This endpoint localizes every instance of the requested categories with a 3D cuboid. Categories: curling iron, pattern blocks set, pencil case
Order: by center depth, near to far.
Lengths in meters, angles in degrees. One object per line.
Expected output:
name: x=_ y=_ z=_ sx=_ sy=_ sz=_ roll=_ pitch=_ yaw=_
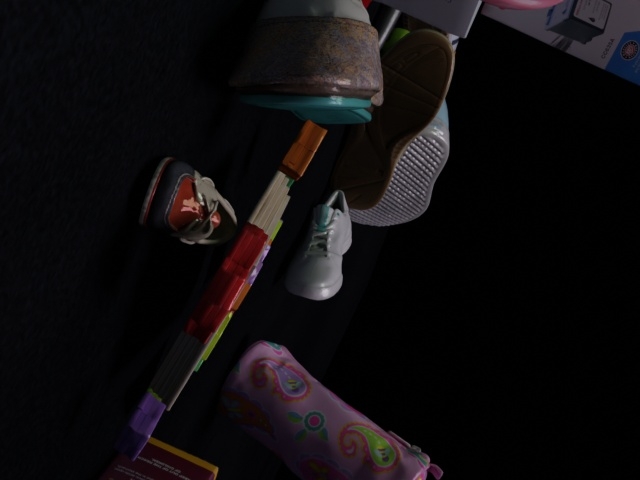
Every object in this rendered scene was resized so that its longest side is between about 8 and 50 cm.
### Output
pattern blocks set: x=-0.070 y=0.033 z=0.798 sx=0.285 sy=0.026 sz=0.324 roll=-56 pitch=-175 yaw=35
pencil case: x=0.006 y=0.243 z=1.303 sx=0.124 sy=0.284 sz=0.124 roll=-48 pitch=161 yaw=-23
curling iron: x=0.117 y=-0.339 z=1.338 sx=0.068 sy=0.035 sz=0.274 roll=91 pitch=22 yaw=-74

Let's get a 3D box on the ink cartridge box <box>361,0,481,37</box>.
ink cartridge box: x=0.149 y=-0.358 z=1.114 sx=0.309 sy=0.130 sz=0.271 roll=-62 pitch=173 yaw=-47

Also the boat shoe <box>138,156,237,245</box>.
boat shoe: x=-0.084 y=-0.020 z=0.683 sx=0.137 sy=0.043 sz=0.049 roll=64 pitch=51 yaw=-82

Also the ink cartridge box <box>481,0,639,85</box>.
ink cartridge box: x=0.287 y=-0.271 z=1.116 sx=0.082 sy=0.191 sz=0.139 roll=-58 pitch=171 yaw=-59

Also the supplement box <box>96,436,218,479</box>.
supplement box: x=-0.158 y=0.248 z=0.822 sx=0.188 sy=0.081 sz=0.104 roll=-54 pitch=165 yaw=-68

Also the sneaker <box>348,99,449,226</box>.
sneaker: x=0.132 y=-0.144 z=1.730 sx=0.366 sy=0.135 sz=0.150 roll=126 pitch=-25 yaw=-62

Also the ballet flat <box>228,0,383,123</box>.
ballet flat: x=-0.005 y=-0.143 z=0.776 sx=0.316 sy=0.108 sz=0.106 roll=-60 pitch=152 yaw=-85

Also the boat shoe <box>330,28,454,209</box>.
boat shoe: x=0.100 y=-0.179 z=1.478 sx=0.098 sy=0.109 sz=0.302 roll=-69 pitch=-177 yaw=-51

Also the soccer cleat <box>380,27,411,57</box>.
soccer cleat: x=0.118 y=-0.244 z=1.519 sx=0.179 sy=0.072 sz=0.060 roll=94 pitch=19 yaw=-72

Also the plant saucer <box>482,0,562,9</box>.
plant saucer: x=0.191 y=-0.353 z=0.845 sx=0.332 sy=0.084 sz=0.332 roll=-13 pitch=109 yaw=-44

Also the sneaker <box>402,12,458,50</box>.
sneaker: x=0.183 y=-0.338 z=1.641 sx=0.282 sy=0.099 sz=0.153 roll=94 pitch=21 yaw=-63

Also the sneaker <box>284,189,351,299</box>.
sneaker: x=0.000 y=0.000 z=1.445 sx=0.212 sy=0.080 sz=0.094 roll=-71 pitch=168 yaw=-60
